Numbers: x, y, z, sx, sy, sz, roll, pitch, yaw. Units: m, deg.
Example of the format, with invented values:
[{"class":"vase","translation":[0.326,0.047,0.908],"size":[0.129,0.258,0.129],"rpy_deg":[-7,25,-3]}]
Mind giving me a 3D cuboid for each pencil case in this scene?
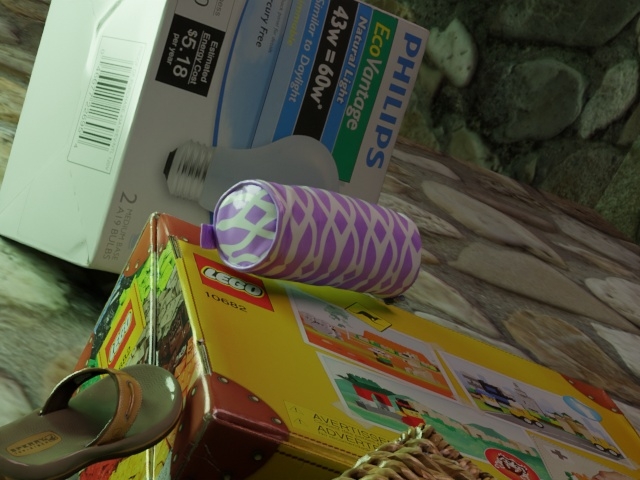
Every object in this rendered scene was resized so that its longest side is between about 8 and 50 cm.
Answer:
[{"class":"pencil case","translation":[0.000,0.000,1.251],"size":[0.088,0.086,0.206],"rpy_deg":[-5,-14,41]}]

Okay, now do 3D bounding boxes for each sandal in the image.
[{"class":"sandal","translation":[-0.150,0.109,0.928],"size":[0.072,0.049,0.180],"rpy_deg":[22,22,28]}]

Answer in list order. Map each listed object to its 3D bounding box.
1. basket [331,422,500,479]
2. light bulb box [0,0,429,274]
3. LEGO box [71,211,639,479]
[{"class":"basket","translation":[0.075,0.299,0.880],"size":[0.299,0.213,0.223],"rpy_deg":[39,24,16]},{"class":"light bulb box","translation":[-0.117,-0.125,1.580],"size":[0.361,0.357,0.225],"rpy_deg":[14,3,-42]},{"class":"LEGO box","translation":[0.062,0.207,1.207],"size":[0.500,0.193,0.372],"rpy_deg":[22,16,-19]}]
